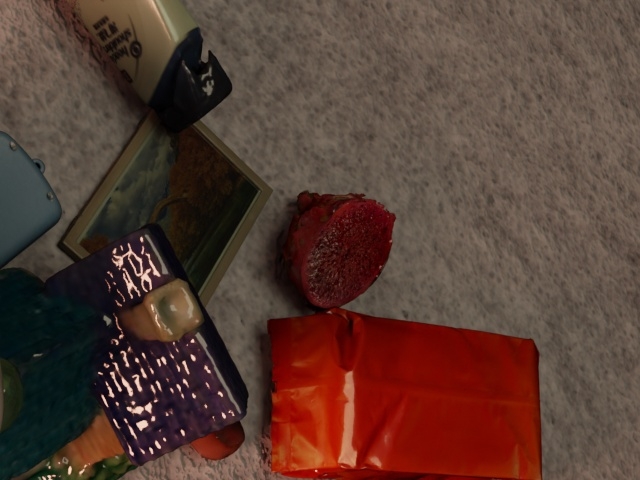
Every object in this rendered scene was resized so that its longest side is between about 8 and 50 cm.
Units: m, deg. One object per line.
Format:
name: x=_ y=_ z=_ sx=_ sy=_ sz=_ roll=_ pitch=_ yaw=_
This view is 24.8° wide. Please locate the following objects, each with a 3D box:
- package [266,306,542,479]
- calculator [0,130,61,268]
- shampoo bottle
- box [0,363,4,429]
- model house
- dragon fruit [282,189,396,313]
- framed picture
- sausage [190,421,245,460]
package: x=0.124 y=0.197 z=1.740 sx=0.423 sy=0.123 sz=0.196 roll=12 pitch=70 yaw=-35
calculator: x=-0.350 y=-0.025 z=1.471 sx=0.121 sy=0.039 sz=0.210 roll=56 pitch=48 yaw=-13
shampoo bottle: x=-0.229 y=-0.285 z=1.586 sx=0.359 sy=0.134 sz=0.078 roll=53 pitch=54 yaw=-9
box: x=-0.402 y=0.083 z=1.183 sx=0.141 sy=0.349 sz=0.289 roll=5 pitch=71 yaw=-52
model house: x=-0.232 y=0.132 z=1.354 sx=0.312 sy=0.280 sz=0.245 roll=-27 pitch=94 yaw=-41
dragon fruit: x=0.000 y=0.000 z=1.734 sx=0.153 sy=0.111 sz=0.153 roll=-21 pitch=128 yaw=-31
framed picture: x=-0.167 y=-0.028 z=1.641 sx=0.184 sy=0.016 sz=0.250 roll=45 pitch=51 yaw=-20
sausage: x=-0.124 y=0.196 z=1.575 sx=0.094 sy=0.054 sz=0.059 roll=53 pitch=56 yaw=-15
